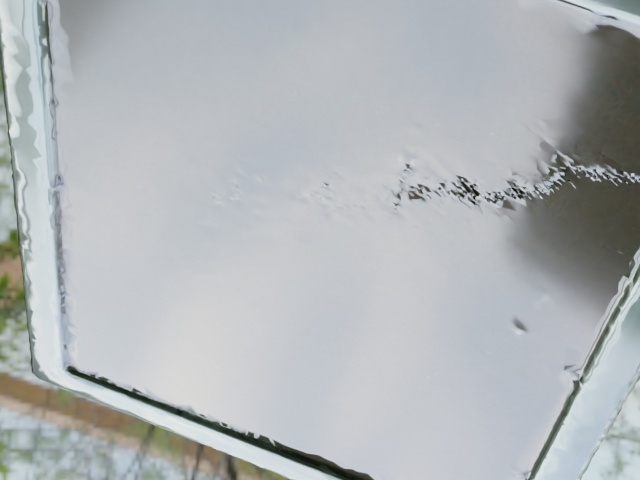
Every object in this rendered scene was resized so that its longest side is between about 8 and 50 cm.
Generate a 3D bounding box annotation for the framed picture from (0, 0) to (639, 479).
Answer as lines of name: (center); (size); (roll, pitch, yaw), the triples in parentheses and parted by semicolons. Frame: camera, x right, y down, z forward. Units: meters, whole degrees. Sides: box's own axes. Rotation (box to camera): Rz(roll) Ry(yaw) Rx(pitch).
framed picture: (0.000, 0.000, 0.422); (0.231, 0.293, 0.018); (20, -129, 7)
